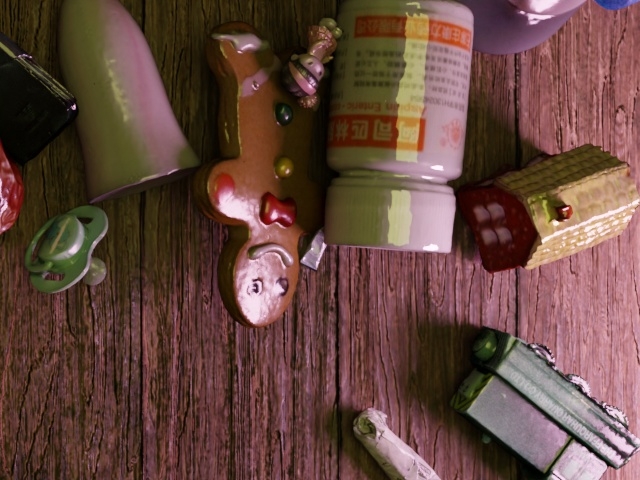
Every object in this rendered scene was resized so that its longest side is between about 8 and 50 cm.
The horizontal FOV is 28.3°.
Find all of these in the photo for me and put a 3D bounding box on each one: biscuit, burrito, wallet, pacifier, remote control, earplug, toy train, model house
[{"bbox_3d":[-0.069,-0.087,1.851,0.283,0.064,0.432,12,80,-50],"label":"biscuit"},{"bbox_3d":[0.123,0.344,1.988,0.064,0.064,0.203,-42,102,-12],"label":"burrito"},{"bbox_3d":[-0.488,-0.245,1.748,0.318,0.172,0.045,43,44,-15],"label":"wallet"},{"bbox_3d":[-0.356,0.024,1.830,0.116,0.127,0.150,55,41,-48],"label":"pacifier"},{"bbox_3d":[0.325,-0.421,1.947,0.221,0.103,0.332,28,124,-25],"label":"remote control"},{"bbox_3d":[-0.296,-0.219,1.809,0.172,0.172,0.301,-19,90,-16],"label":"earplug"},{"bbox_3d":[0.350,0.282,2.019,0.330,0.138,0.178,38,84,-13],"label":"toy train"},{"bbox_3d":[0.358,-0.050,1.948,0.196,0.254,0.160,-19,95,-18],"label":"model house"}]

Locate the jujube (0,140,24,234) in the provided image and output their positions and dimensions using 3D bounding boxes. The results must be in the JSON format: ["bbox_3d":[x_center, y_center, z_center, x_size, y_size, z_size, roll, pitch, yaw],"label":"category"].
[{"bbox_3d":[-0.523,-0.065,1.706,0.232,0.213,0.213,-24,97,-8],"label":"jujube"}]

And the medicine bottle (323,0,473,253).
[{"bbox_3d":[0.113,-0.170,1.899,0.211,0.211,0.371,5,88,-17],"label":"medicine bottle"}]

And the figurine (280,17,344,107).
[{"bbox_3d":[-0.012,-0.259,1.834,0.072,0.054,0.129,49,59,-46],"label":"figurine"}]

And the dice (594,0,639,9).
[{"bbox_3d":[0.498,-0.466,2.047,0.143,0.146,0.146,-38,101,-15],"label":"dice"}]

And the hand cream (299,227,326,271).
[{"bbox_3d":[0.000,0.000,1.971,0.030,0.019,0.093,27,90,-17],"label":"hand cream"}]

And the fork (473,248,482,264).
[{"bbox_3d":[0.273,-0.015,2.053,0.016,0.012,0.115,24,83,-19],"label":"fork"}]
